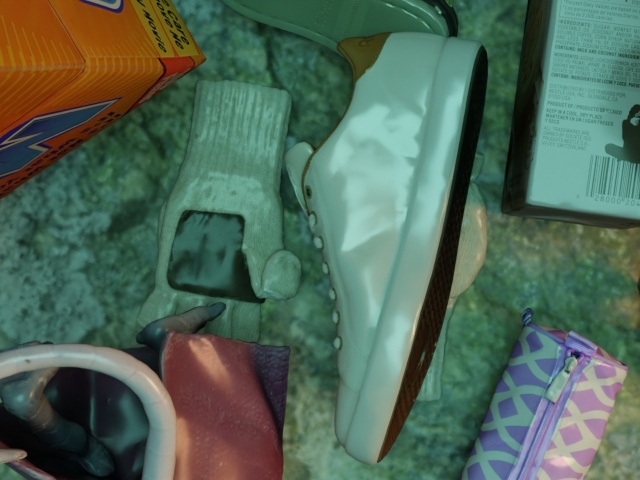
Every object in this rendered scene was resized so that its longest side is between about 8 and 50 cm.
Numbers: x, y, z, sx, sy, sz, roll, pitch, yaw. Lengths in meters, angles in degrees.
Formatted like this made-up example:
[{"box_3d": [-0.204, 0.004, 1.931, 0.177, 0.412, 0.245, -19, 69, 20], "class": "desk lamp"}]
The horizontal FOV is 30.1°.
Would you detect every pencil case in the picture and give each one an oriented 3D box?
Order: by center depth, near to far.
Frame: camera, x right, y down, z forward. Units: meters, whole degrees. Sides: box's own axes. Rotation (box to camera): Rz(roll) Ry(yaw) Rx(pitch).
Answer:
[{"box_3d": [0.149, 0.158, 0.846, 0.086, 0.088, 0.206, 21, 90, 2], "class": "pencil case"}]

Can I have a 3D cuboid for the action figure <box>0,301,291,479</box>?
[{"box_3d": [-0.071, 0.228, 0.756, 0.248, 0.276, 0.370, -13, 86, -3], "class": "action figure"}]

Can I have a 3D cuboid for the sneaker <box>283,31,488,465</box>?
[{"box_3d": [0.029, 0.001, 0.812, 0.123, 0.106, 0.290, 11, 87, 14], "class": "sneaker"}]

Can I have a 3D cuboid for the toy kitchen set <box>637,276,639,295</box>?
[{"box_3d": [0.275, 0.050, 0.860, 0.075, 0.083, 0.068, -4, 48, 0], "class": "toy kitchen set"}]

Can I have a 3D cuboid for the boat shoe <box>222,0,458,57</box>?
[{"box_3d": [-0.005, -0.192, 0.861, 0.227, 0.069, 0.081, 31, 124, 2], "class": "boat shoe"}]

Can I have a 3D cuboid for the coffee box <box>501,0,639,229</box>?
[{"box_3d": [0.195, -0.136, 0.823, 0.098, 0.141, 0.247, 8, 88, 1], "class": "coffee box"}]

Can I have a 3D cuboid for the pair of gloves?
[{"box_3d": [0.000, 0.000, 0.870, 0.240, 0.042, 0.204, 16, 89, -1], "class": "pair of gloves"}]

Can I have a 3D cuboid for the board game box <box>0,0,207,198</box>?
[{"box_3d": [-0.353, -0.154, 0.666, 0.356, 0.356, 0.356, -31, 90, 18], "class": "board game box"}]
